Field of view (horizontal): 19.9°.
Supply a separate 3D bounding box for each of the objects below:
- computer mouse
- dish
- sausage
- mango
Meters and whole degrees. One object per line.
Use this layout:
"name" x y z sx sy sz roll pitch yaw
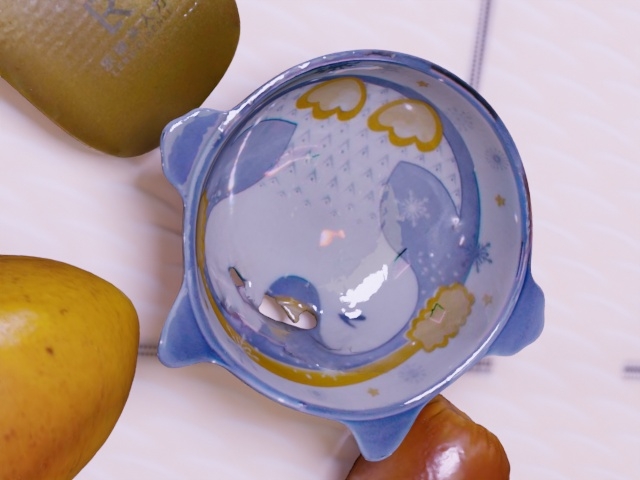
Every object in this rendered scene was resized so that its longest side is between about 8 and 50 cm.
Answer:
"computer mouse" -0.148 -0.150 0.954 0.245 0.056 0.126 44 82 -20
"dish" 0.000 0.000 1.018 0.228 0.086 0.236 -41 111 -9
"sausage" 0.022 0.231 1.067 0.089 0.083 0.300 23 91 -35
"mango" -0.235 0.108 0.903 0.350 0.199 0.201 -22 136 -29
